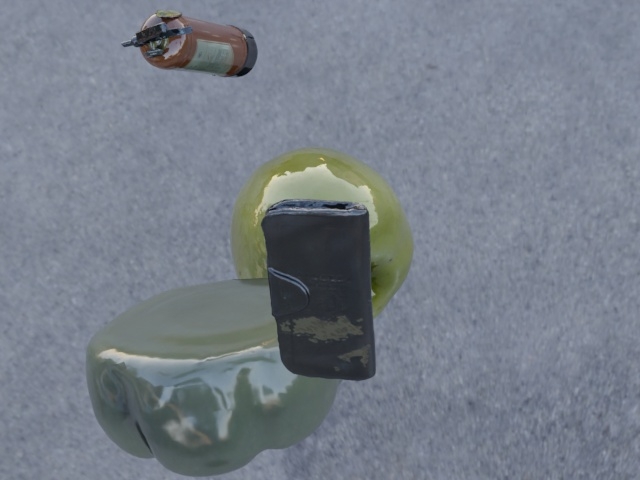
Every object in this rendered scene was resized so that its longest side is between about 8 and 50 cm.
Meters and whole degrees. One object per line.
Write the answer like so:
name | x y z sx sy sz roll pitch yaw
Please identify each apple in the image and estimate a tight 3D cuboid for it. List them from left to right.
apple | 0.000 0.000 1.183 0.262 0.262 0.262 -6 58 9

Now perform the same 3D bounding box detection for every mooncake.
mooncake | -0.099 0.129 0.888 0.275 0.135 0.275 -9 18 3

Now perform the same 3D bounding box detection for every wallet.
wallet | 0.001 0.040 0.652 0.082 0.157 0.018 3 31 10

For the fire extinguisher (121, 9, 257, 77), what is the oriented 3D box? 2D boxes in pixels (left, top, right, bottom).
fire extinguisher | -0.108 -0.168 0.737 0.062 0.177 0.050 -6 96 20
